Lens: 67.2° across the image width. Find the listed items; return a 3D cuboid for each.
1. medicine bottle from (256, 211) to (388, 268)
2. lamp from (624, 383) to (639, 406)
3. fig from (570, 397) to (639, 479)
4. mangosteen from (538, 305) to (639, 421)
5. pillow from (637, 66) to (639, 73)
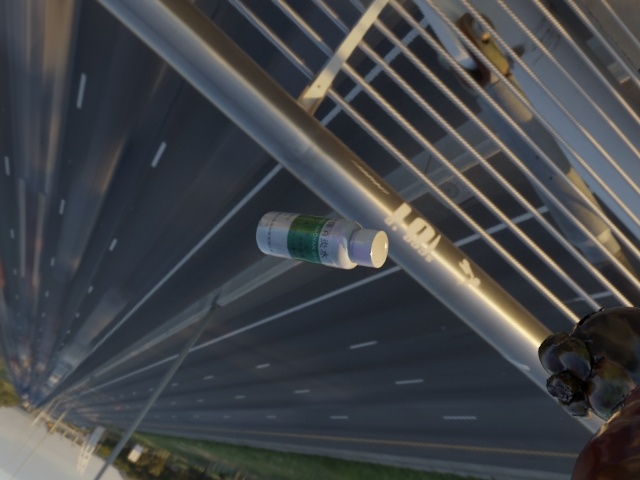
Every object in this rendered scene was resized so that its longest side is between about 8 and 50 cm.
[{"bbox_3d":[0.000,0.000,0.929,0.259,0.095,0.095,8,142,31],"label":"medicine bottle"},{"bbox_3d":[0.665,0.356,0.907,0.140,0.182,0.182,-10,136,12],"label":"lamp"},{"bbox_3d":[0.250,0.205,0.244,0.223,0.263,0.224,10,167,2],"label":"fig"},{"bbox_3d":[0.909,0.397,1.474,0.421,0.381,0.381,-25,125,17],"label":"mangosteen"},{"bbox_3d":[0.737,-0.184,0.836,0.312,0.310,0.119,0,170,27],"label":"pillow"}]
